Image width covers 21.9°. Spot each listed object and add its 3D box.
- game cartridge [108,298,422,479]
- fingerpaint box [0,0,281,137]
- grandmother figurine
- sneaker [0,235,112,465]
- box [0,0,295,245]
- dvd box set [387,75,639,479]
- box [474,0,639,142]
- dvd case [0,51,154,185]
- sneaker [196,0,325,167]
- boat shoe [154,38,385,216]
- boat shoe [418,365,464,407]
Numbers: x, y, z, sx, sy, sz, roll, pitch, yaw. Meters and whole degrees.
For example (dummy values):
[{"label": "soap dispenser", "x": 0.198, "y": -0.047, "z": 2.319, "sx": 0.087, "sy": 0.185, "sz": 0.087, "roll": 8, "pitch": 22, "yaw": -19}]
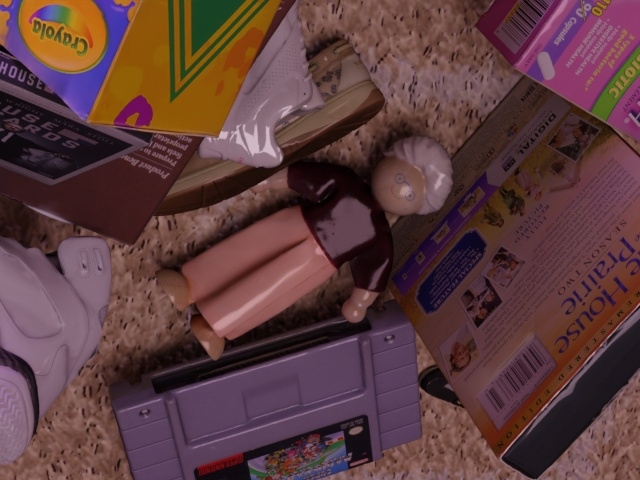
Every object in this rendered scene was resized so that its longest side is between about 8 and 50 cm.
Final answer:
[{"label": "game cartridge", "x": -0.054, "y": 0.207, "z": 1.936, "sx": 0.355, "sy": 0.068, "sz": 0.230, "roll": -17, "pitch": 132, "yaw": -9}, {"label": "fingerpaint box", "x": -0.191, "y": -0.355, "z": 1.372, "sx": 0.163, "sy": 0.445, "sz": 0.371, "roll": 2, "pitch": 120, "yaw": -50}, {"label": "grandmother figurine", "x": 0.000, "y": 0.000, "z": 1.834, "sx": 0.342, "sy": 0.104, "sz": 0.208, "roll": -34, "pitch": 113, "yaw": 4}, {"label": "sneaker", "x": -0.329, "y": 0.015, "z": 1.577, "sx": 0.137, "sy": 0.210, "sz": 0.365, "roll": -4, "pitch": 118, "yaw": 35}, {"label": "box", "x": -0.176, "y": -0.199, "z": 1.600, "sx": 0.191, "sy": 0.143, "sz": 0.381, "roll": 24, "pitch": 114, "yaw": -29}, {"label": "dvd box set", "x": 0.227, "y": 0.016, "z": 1.737, "sx": 0.062, "sy": 0.420, "sz": 0.307, "roll": 34, "pitch": 103, "yaw": -30}, {"label": "box", "x": 0.326, "y": -0.232, "z": 1.701, "sx": 0.243, "sy": 0.117, "sz": 0.213, "roll": 26, "pitch": 108, "yaw": -29}, {"label": "dvd case", "x": -0.269, "y": -0.106, "z": 1.440, "sx": 0.179, "sy": 0.239, "sz": 0.029, "roll": 22, "pitch": 74, "yaw": -25}, {"label": "sneaker", "x": -0.044, "y": -0.178, "z": 1.696, "sx": 0.115, "sy": 0.090, "sz": 0.232, "roll": 19, "pitch": 84, "yaw": -5}, {"label": "boat shoe", "x": -0.074, "y": -0.115, "z": 1.768, "sx": 0.285, "sy": 0.104, "sz": 0.089, "roll": -27, "pitch": 81, "yaw": -7}, {"label": "boat shoe", "x": 0.185, "y": 0.185, "z": 2.041, "sx": 0.133, "sy": 0.042, "sz": 0.049, "roll": 12, "pitch": 115, "yaw": -22}]
